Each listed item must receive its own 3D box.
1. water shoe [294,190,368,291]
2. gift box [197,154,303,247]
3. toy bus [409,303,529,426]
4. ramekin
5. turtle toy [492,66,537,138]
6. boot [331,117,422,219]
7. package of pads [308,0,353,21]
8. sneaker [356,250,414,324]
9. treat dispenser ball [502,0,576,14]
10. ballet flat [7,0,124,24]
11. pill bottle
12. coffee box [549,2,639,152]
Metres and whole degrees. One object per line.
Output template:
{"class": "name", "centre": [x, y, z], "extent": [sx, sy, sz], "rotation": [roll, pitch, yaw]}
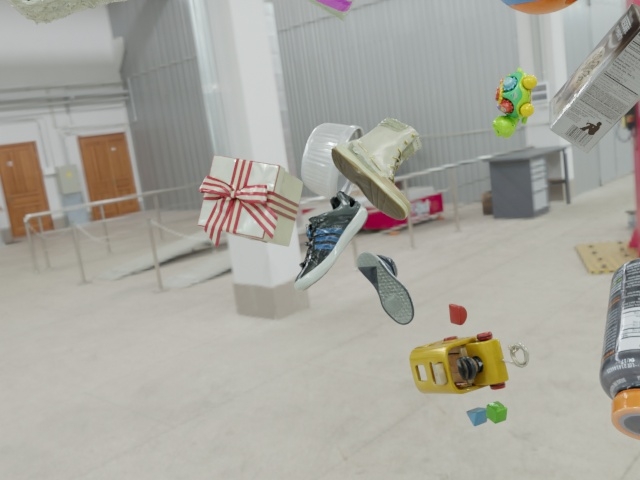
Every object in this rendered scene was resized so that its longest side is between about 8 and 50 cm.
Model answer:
{"class": "water shoe", "centre": [0.000, 0.000, 1.105], "extent": [0.203, 0.080, 0.073], "rotation": [-51, 5, -31]}
{"class": "gift box", "centre": [-0.208, -0.098, 1.960], "extent": [0.255, 0.276, 0.258], "rotation": [6, -7, 19]}
{"class": "toy bus", "centre": [0.243, 0.224, 1.135], "extent": [0.104, 0.202, 0.191], "rotation": [-10, 37, -26]}
{"class": "ramekin", "centre": [0.030, -0.209, 1.686], "extent": [0.109, 0.207, 0.207], "rotation": [16, 17, 16]}
{"class": "turtle toy", "centre": [0.356, -0.253, 1.188], "extent": [0.066, 0.130, 0.095], "rotation": [5, 14, 8]}
{"class": "boot", "centre": [0.146, -0.150, 1.284], "extent": [0.165, 0.077, 0.213], "rotation": [-33, 61, -20]}
{"class": "package of pads", "centre": [0.022, -0.753, 1.669], "extent": [0.101, 0.229, 0.296], "rotation": [-62, 4, -35]}
{"class": "sneaker", "centre": [0.197, 0.130, 1.783], "extent": [0.086, 0.226, 0.163], "rotation": [-35, -14, 11]}
{"class": "treat dispenser ball", "centre": [0.539, -0.696, 1.548], "extent": [0.288, 0.288, 0.288], "rotation": [-8, 10, 1]}
{"class": "ballet flat", "centre": [-0.454, -0.542, 1.282], "extent": [0.409, 0.147, 0.147], "rotation": [-19, 7, 13]}
{"class": "pill bottle", "centre": [0.463, 0.152, 0.896], "extent": [0.130, 0.130, 0.245], "rotation": [-1, 46, 34]}
{"class": "coffee box", "centre": [0.679, -0.378, 1.510], "extent": [0.119, 0.297, 0.168], "rotation": [31, 39, -5]}
